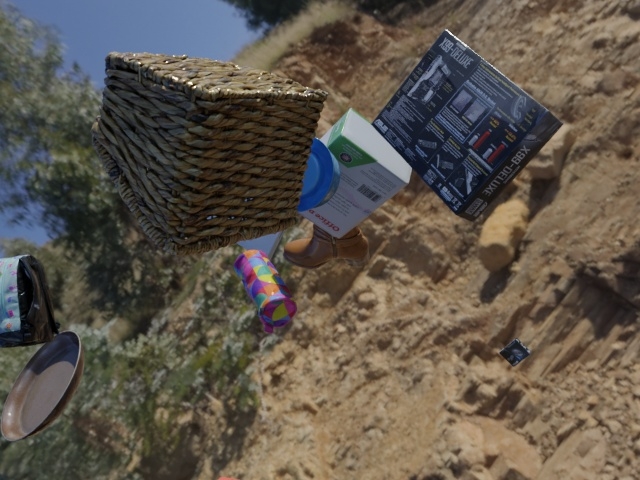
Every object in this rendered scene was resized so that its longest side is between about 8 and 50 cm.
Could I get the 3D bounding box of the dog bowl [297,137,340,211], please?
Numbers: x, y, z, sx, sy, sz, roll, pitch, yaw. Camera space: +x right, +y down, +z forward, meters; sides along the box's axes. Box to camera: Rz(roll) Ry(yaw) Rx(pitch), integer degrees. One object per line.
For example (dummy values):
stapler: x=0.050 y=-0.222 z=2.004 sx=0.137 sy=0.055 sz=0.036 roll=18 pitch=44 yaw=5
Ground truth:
dog bowl: x=-0.085 y=-0.171 z=1.379 sx=0.074 sy=0.297 sz=0.166 roll=6 pitch=-68 yaw=-64

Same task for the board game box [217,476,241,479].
board game box: x=-0.249 y=0.728 z=1.387 sx=0.242 sy=0.064 sz=0.316 roll=-7 pitch=-81 yaw=-72

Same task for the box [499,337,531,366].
box: x=0.648 y=0.373 z=2.084 sx=0.018 sy=0.067 sz=0.083 roll=-32 pitch=-16 yaw=-50

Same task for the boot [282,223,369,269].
boot: x=0.000 y=0.000 z=1.841 sx=0.220 sy=0.283 sz=0.109 roll=64 pitch=-140 yaw=-57

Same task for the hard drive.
hard drive: x=-0.264 y=-0.094 z=2.222 sx=0.210 sy=0.319 sz=0.040 roll=-63 pitch=-22 yaw=9

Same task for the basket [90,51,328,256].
basket: x=-0.164 y=-0.131 z=0.879 sx=0.299 sy=0.213 sz=0.223 roll=-21 pitch=-50 yaw=-57

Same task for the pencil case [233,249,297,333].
pencil case: x=-0.143 y=0.121 z=1.581 sx=0.104 sy=0.104 sz=0.236 roll=-54 pitch=38 yaw=16

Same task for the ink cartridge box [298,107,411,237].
ink cartridge box: x=0.059 y=-0.155 z=1.538 sx=0.278 sy=0.201 sz=0.117 roll=-39 pitch=24 yaw=43

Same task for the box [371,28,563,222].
box: x=0.267 y=-0.226 z=1.212 sx=0.076 sy=0.307 sz=0.242 roll=16 pitch=-60 yaw=-47

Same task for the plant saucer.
plant saucer: x=-0.725 y=0.388 z=1.660 sx=0.311 sy=0.050 sz=0.310 roll=-28 pitch=39 yaw=25

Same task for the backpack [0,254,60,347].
backpack: x=-0.606 y=0.120 z=1.252 sx=0.115 sy=0.182 sz=0.152 roll=-12 pitch=-7 yaw=-4
